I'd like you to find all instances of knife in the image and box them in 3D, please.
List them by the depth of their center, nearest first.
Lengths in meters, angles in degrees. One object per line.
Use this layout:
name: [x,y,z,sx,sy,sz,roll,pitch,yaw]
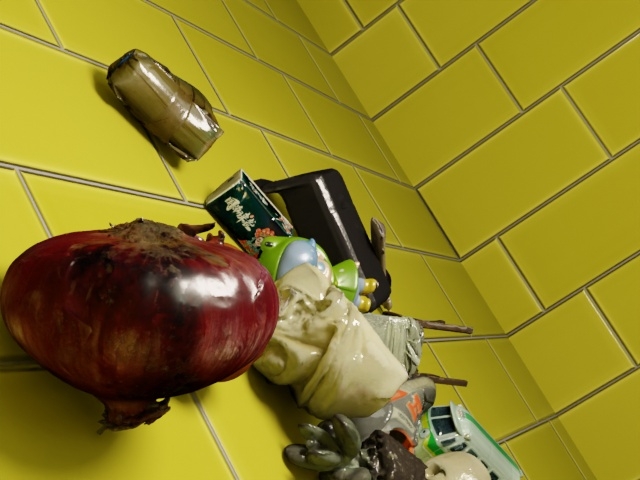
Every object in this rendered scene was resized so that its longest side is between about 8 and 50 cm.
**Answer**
knife: [0.153,0.059,2.465,0.089,0.043,0.365,53,-16,30]

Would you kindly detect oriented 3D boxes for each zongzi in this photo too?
zongzi: [-0.327,-0.305,2.065,0.260,0.123,0.289,43,11,-27]

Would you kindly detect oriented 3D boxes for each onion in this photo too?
onion: [-0.229,0.114,1.278,0.347,0.347,0.285,-23,122,-73]

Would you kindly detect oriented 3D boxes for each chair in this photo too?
chair: [0.155,0.235,2.203,0.319,0.160,0.186,7,-2,-19]

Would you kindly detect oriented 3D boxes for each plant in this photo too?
plant: [0.063,0.394,1.724,0.274,0.146,0.149,38,12,-34]

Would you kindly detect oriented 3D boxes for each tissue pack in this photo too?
tissue pack: [-0.145,-0.051,2.067,0.170,0.103,0.090,49,18,-18]

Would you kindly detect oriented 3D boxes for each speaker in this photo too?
speaker: [0.000,0.000,2.344,0.388,0.184,0.180,66,19,0]

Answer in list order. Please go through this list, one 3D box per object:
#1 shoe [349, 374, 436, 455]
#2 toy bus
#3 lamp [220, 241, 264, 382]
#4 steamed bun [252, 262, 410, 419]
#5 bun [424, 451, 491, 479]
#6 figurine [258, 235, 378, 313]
shoe: [0.156,0.373,2.013,0.336,0.132,0.171,4,61,-57]
toy bus: [0.304,0.472,2.174,0.276,0.164,0.134,48,17,-24]
lamp: [-0.170,0.111,1.538,0.223,0.196,0.223,0,90,-48]
steamed bun: [-0.011,0.196,1.795,0.275,0.206,0.320,57,-13,-26]
bun: [0.211,0.490,1.828,0.133,0.231,0.231,24,31,-28]
figurine: [-0.013,0.083,2.024,0.263,0.162,0.143,18,-4,-26]
